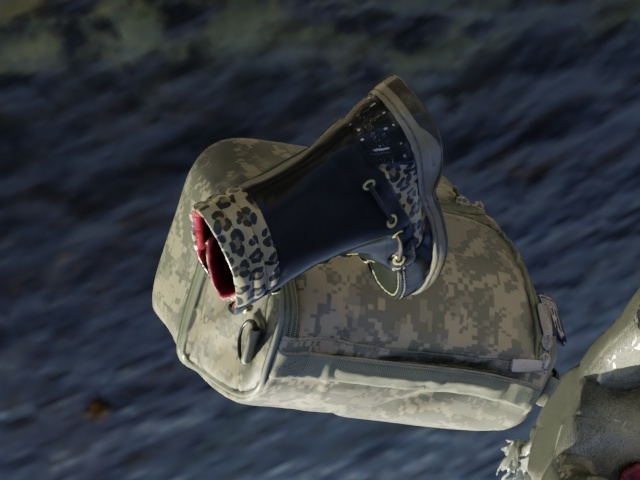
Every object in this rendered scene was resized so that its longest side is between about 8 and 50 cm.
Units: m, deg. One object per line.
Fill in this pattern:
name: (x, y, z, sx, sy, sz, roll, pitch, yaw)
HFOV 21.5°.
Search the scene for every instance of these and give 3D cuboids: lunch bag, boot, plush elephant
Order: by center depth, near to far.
boot: (-0.001, -0.002, 1.210, 0.179, 0.085, 0.236, -31, 152, -15)
lunch bag: (0.035, 0.058, 1.495, 0.305, 0.256, 0.212, 9, 115, -28)
plush elephant: (0.337, 0.231, 1.609, 0.255, 0.272, 0.330, 23, 157, -7)
